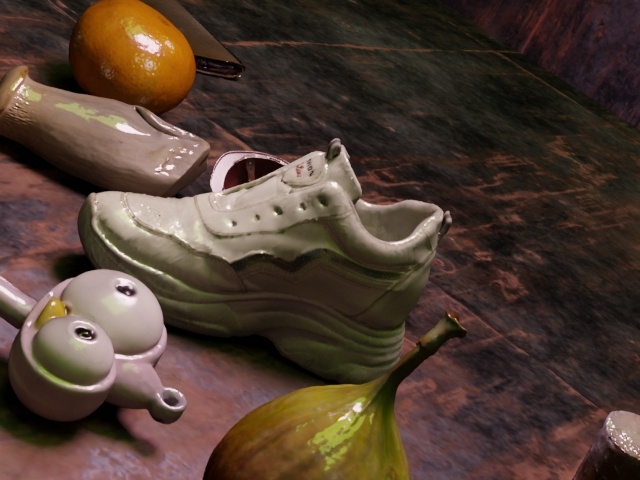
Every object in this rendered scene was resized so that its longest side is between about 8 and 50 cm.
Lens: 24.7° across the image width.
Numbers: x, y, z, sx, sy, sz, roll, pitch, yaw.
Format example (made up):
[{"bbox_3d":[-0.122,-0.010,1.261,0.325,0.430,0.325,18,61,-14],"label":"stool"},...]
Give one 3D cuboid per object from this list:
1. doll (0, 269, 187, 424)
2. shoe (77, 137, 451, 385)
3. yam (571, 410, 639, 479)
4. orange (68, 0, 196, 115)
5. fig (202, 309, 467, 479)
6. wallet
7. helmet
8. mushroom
[{"bbox_3d":[-0.255,0.028,1.130,0.365,0.094,0.160,35,24,-3],"label":"doll"},{"bbox_3d":[-0.043,-0.011,1.354,0.342,0.210,0.132,21,21,-18],"label":"shoe"},{"bbox_3d":[0.253,0.226,1.277,0.079,0.141,0.079,20,24,-9],"label":"yam"},{"bbox_3d":[-0.224,-0.213,1.727,0.156,0.124,0.156,42,12,-11],"label":"orange"},{"bbox_3d":[0.021,0.157,1.069,0.160,0.231,0.143,36,-19,34],"label":"fig"},{"bbox_3d":[-0.197,-0.294,2.078,0.110,0.031,0.198,7,30,-43],"label":"wallet"},{"bbox_3d":[-0.069,-0.047,1.620,0.111,0.057,0.089,22,63,3],"label":"helmet"},{"bbox_3d":[-0.225,-0.104,1.512,0.247,0.096,0.108,18,46,-18],"label":"mushroom"}]
